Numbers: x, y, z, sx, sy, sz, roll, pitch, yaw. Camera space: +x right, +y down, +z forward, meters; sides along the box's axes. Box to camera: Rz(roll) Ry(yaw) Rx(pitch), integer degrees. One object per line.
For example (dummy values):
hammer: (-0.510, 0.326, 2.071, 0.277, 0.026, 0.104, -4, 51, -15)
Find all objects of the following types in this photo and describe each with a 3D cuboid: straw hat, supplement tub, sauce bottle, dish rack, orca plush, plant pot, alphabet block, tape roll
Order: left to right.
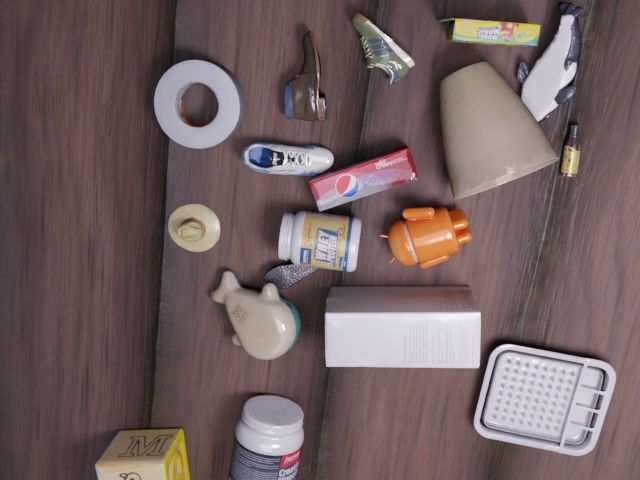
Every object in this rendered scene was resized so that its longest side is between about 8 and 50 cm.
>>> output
alphabet block: (-0.501, 0.665, 1.925, 0.197, 0.193, 0.192, -4, 106, 6)
straw hat: (-0.345, -0.026, 1.799, 0.145, 0.061, 0.144, 1, 104, 5)
tape roll: (-0.305, -0.346, 1.707, 0.219, 0.072, 0.219, 1, 105, 6)
supplement tub: (-0.151, 0.591, 1.874, 0.191, 0.191, 0.272, 11, 106, 2)
supplement tub: (0.000, 0.000, 1.730, 0.200, 0.144, 0.144, 6, 105, 3)
plant pot: (0.391, -0.270, 1.593, 0.257, 0.256, 0.273, -20, 86, 10)
dish rack: (0.597, 0.420, 1.824, 0.333, 0.072, 0.285, 10, 106, 2)
orca plush: (0.561, -0.419, 1.611, 0.151, 0.102, 0.287, 17, 113, 38)
sauce bottle: (0.624, -0.222, 1.671, 0.042, 0.042, 0.128, 3, 103, 4)

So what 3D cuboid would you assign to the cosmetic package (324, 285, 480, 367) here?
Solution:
cosmetic package: (0.206, 0.217, 1.735, 0.385, 0.217, 0.156, -2, 104, 7)

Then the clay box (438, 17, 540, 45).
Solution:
clay box: (0.387, -0.487, 1.578, 0.222, 0.127, 0.053, 5, 106, 5)

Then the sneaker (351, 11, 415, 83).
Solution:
sneaker: (0.134, -0.461, 1.639, 0.192, 0.064, 0.086, 39, 100, -9)

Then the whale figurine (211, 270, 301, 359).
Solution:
whale figurine: (-0.169, 0.195, 1.821, 0.272, 0.141, 0.216, 39, 113, 19)

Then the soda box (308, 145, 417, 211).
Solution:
soda box: (0.109, -0.159, 1.706, 0.263, 0.092, 0.083, -18, 101, 10)

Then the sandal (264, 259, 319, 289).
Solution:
sandal: (-0.066, 0.078, 1.817, 0.179, 0.040, 0.067, -24, 107, -4)

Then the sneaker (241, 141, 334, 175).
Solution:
sneaker: (-0.084, -0.205, 1.717, 0.237, 0.086, 0.085, 3, 103, 3)

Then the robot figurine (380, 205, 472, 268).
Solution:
robot figurine: (0.268, -0.012, 1.713, 0.220, 0.158, 0.128, -18, 69, 10)

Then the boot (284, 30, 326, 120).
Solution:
boot: (-0.048, -0.400, 1.664, 0.106, 0.082, 0.219, -7, 106, 4)
